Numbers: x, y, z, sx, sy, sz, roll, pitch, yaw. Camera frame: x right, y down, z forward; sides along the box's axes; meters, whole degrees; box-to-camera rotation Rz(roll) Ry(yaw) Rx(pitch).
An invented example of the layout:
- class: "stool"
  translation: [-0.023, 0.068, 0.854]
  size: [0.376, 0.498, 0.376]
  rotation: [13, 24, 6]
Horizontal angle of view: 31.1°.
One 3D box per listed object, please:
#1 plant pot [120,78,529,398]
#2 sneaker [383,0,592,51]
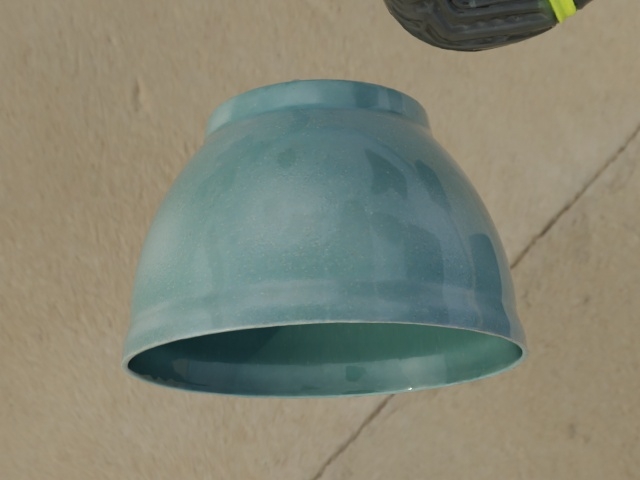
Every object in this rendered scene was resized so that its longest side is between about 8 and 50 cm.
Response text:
- class: "plant pot"
  translation: [0.000, 0.000, 0.864]
  size: [0.293, 0.293, 0.196]
  rotation: [-1, 73, -5]
- class: "sneaker"
  translation: [0.123, -0.275, 0.539]
  size: [0.145, 0.147, 0.384]
  rotation: [17, 105, -10]
